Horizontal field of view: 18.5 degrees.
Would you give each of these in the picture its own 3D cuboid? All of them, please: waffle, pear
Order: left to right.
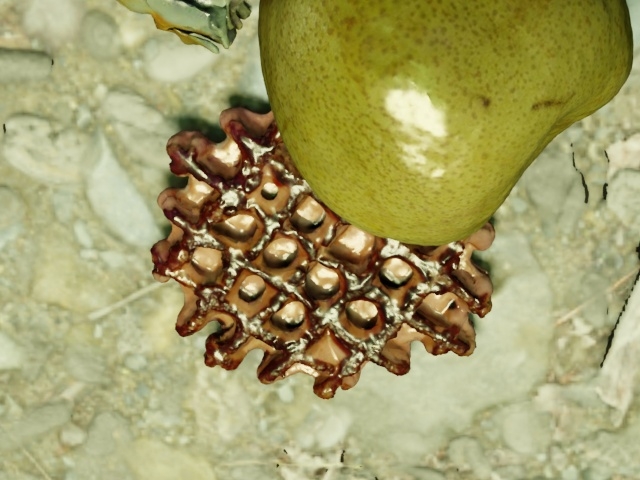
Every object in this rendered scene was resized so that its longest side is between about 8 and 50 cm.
[{"bbox_3d":[0.000,0.000,1.327,0.234,0.055,0.221,-10,111,4],"label":"waffle"},{"bbox_3d":[0.063,-0.123,1.183,0.211,0.188,0.228,45,78,4],"label":"pear"}]

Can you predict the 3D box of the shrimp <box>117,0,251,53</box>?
[{"bbox_3d":[-0.108,-0.272,1.219,0.185,0.068,0.287,12,105,-4],"label":"shrimp"}]
